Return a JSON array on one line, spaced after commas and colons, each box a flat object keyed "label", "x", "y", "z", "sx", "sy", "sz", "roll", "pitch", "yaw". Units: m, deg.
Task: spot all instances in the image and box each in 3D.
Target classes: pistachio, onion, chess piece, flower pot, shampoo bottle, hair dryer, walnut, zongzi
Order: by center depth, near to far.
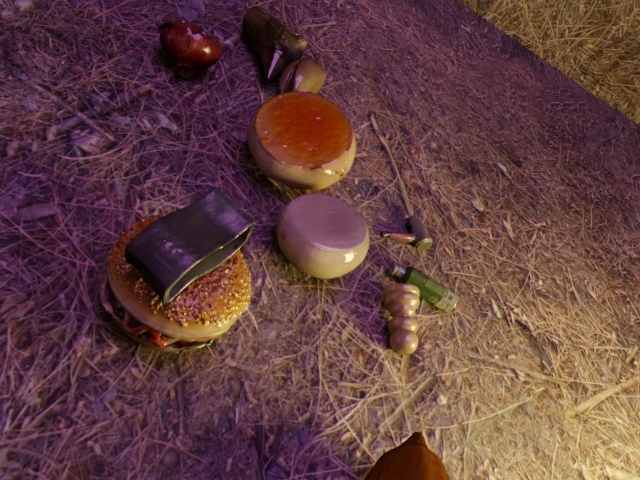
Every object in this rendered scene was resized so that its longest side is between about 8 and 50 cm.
[{"label": "flower pot", "x": -0.231, "y": 0.005, "z": 0.980, "sx": 0.108, "sy": 0.103, "sz": 0.229, "roll": 42, "pitch": 44, "yaw": 8}, {"label": "walnut", "x": 0.156, "y": 0.513, "z": 1.018, "sx": 0.208, "sy": 0.209, "sz": 0.337, "roll": 31, "pitch": 47, "yaw": -9}, {"label": "chess piece", "x": 0.205, "y": 0.202, "z": 1.367, "sx": 0.094, "sy": 0.094, "sz": 0.171, "roll": 15, "pitch": 58, "yaw": -23}, {"label": "shampoo bottle", "x": 0.274, "y": 0.122, "z": 1.480, "sx": 0.204, "sy": 0.065, "sz": 0.065, "roll": 32, "pitch": 46, "yaw": -8}, {"label": "onion", "x": -0.368, "y": -0.528, "z": 1.520, "sx": 0.183, "sy": 0.147, "sz": 0.184, "roll": 23, "pitch": 5, "yaw": -2}, {"label": "hair dryer", "x": 0.242, "y": -0.022, "z": 1.582, "sx": 0.154, "sy": 0.054, "sz": 0.106, "roll": -3, "pitch": 55, "yaw": -29}, {"label": "pistachio", "x": -0.058, "y": -0.486, "z": 1.686, "sx": 0.135, "sy": 0.136, "sz": 0.226, "roll": 37, "pitch": 43, "yaw": -3}, {"label": "zongzi", "x": -0.187, "y": -0.607, "z": 1.709, "sx": 0.221, "sy": 0.112, "sz": 0.242, "roll": 37, "pitch": 53, "yaw": 0}]

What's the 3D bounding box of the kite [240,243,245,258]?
[{"label": "kite", "x": -0.216, "y": 0.029, "z": 1.275, "sx": 0.222, "sy": 0.008, "sz": 0.125, "roll": 48, "pitch": 46, "yaw": 8}]

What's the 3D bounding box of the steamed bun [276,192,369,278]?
[{"label": "steamed bun", "x": 0.000, "y": 0.000, "z": 1.339, "sx": 0.231, "sy": 0.145, "sz": 0.232, "roll": 12, "pitch": 42, "yaw": -11}]

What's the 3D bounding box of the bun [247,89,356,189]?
[{"label": "bun", "x": -0.052, "y": -0.250, "z": 1.483, "sx": 0.298, "sy": 0.165, "sz": 0.299, "roll": 6, "pitch": 60, "yaw": -10}]

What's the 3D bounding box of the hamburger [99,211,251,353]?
[{"label": "hamburger", "x": -0.277, "y": 0.078, "z": 1.084, "sx": 0.301, "sy": 0.170, "sz": 0.302, "roll": 17, "pitch": 50, "yaw": -21}]
